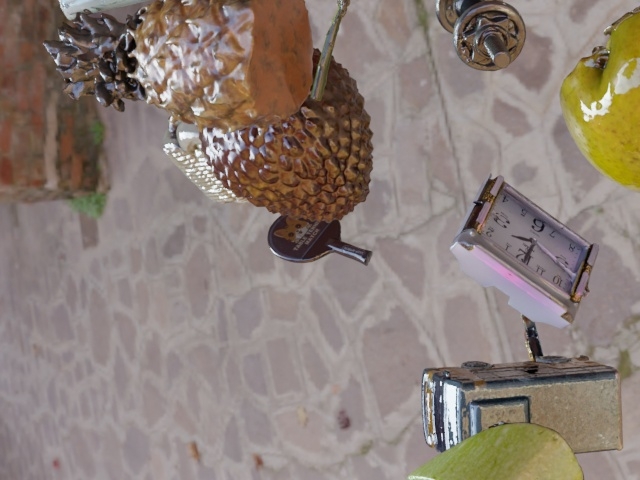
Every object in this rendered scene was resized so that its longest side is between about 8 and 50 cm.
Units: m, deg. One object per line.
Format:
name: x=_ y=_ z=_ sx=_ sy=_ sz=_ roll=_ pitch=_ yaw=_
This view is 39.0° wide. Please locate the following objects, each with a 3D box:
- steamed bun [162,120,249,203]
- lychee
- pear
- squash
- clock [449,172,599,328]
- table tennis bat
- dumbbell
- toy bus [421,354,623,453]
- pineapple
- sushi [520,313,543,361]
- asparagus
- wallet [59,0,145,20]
steamed bun: x=-0.149 y=-0.162 z=1.536 sx=0.211 sy=0.218 sz=0.144 roll=0 pitch=55 yaw=51
lychee: x=-0.040 y=-0.142 z=1.220 sx=0.271 sy=0.236 sz=0.236 roll=46 pitch=154 yaw=-17
pear: x=0.539 y=-0.169 z=1.276 sx=0.340 sy=0.386 sz=0.191 roll=-49 pitch=45 yaw=49
squash: x=0.276 y=0.382 z=1.305 sx=0.237 sy=0.155 sz=0.204 roll=51 pitch=149 yaw=4
clock: x=0.352 y=0.020 z=1.550 sx=0.253 sy=0.186 sz=0.083 roll=36 pitch=143 yaw=-3
table tennis bat: x=0.000 y=0.000 z=1.824 sx=0.236 sy=0.150 sz=0.027 roll=21 pitch=145 yaw=29
dumbbell: x=0.178 y=-0.249 z=1.017 sx=0.254 sy=0.081 sz=0.082 roll=-94 pitch=14 yaw=-58
toy bus: x=0.357 y=0.297 z=1.599 sx=0.194 sy=0.323 sz=0.162 roll=-172 pitch=79 yaw=-79
pineapple: x=-0.151 y=-0.182 z=0.870 sx=0.278 sy=0.158 sz=0.158 roll=4 pitch=102 yaw=25
sushi: x=0.444 y=0.205 z=1.903 sx=0.201 sy=0.031 sz=0.139 roll=-86 pitch=-21 yaw=-58
asparagus: x=0.011 y=-0.229 z=1.077 sx=0.015 sy=0.018 sz=0.127 roll=-86 pitch=12 yaw=-80
wallet: x=-0.294 y=-0.450 z=1.427 sx=0.250 sy=0.075 sz=0.176 roll=-5 pitch=71 yaw=25
